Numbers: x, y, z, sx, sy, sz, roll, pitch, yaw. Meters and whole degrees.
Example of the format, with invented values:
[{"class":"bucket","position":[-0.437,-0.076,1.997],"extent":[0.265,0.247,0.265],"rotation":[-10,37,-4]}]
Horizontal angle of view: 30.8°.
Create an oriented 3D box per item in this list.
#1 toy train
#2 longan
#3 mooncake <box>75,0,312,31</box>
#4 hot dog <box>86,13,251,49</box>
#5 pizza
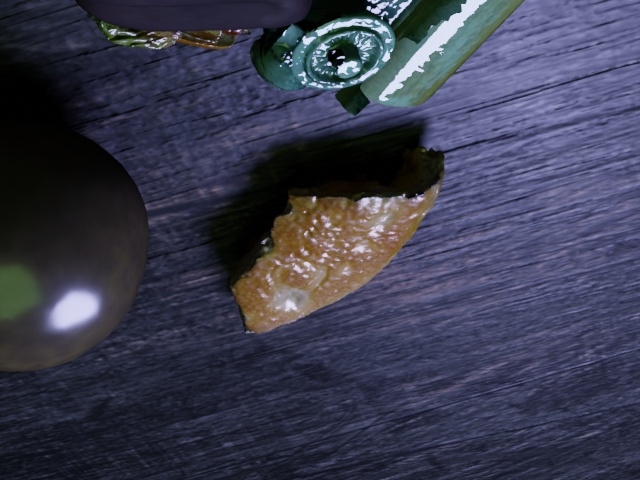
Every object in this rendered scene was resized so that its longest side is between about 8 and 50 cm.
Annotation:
[{"class":"toy train","position":[0.084,-0.184,0.707],"extent":[0.189,0.126,0.307],"rotation":[16,137,-31]},{"class":"longan","position":[-0.223,0.006,0.852],"extent":[0.198,0.198,0.212],"rotation":[-6,144,-4]},{"class":"mooncake","position":[-0.064,-0.212,0.539],"extent":[0.133,0.245,0.245],"rotation":[-4,144,-2]},{"class":"hot dog","position":[-0.108,-0.155,0.776],"extent":[0.133,0.041,0.056],"rotation":[10,139,-25]},{"class":"pizza","position":[0.003,0.003,1.004],"extent":[0.134,0.056,0.271],"rotation":[11,141,-28]}]
